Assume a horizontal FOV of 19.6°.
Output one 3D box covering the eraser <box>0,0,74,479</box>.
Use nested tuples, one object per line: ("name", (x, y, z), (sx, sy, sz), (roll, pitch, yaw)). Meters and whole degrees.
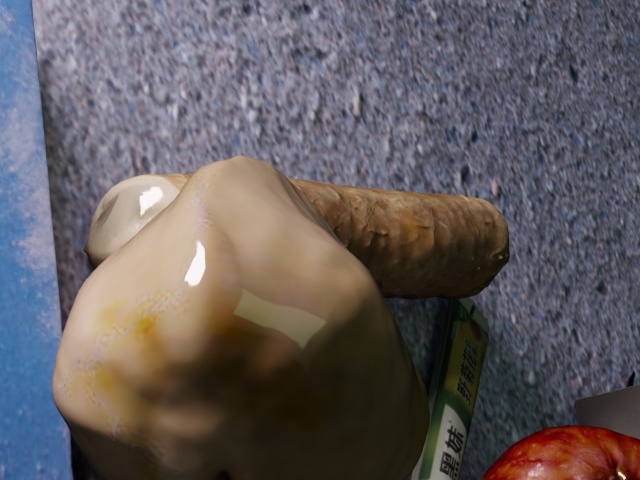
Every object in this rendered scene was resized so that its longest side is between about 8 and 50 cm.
("eraser", (-0.191, -0.007, 0.901), (0.144, 0.042, 0.312), (13, 65, -53))

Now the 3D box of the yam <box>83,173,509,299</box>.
("yam", (0.000, 0.000, 1.136), (0.356, 0.081, 0.081), (2, 74, -54))

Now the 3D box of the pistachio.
("pistachio", (-0.037, 0.062, 0.943), (0.288, 0.166, 0.197), (44, 41, -76))

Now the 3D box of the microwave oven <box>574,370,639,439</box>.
("microwave oven", (0.423, 0.269, 1.470), (0.432, 0.236, 0.374), (18, 59, -50))

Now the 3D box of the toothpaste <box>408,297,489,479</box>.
("toothpaste", (0.085, 0.115, 1.245), (0.049, 0.031, 0.204), (50, 37, -29))

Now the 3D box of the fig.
("fig", (0.167, 0.223, 1.230), (0.175, 0.207, 0.175), (11, 52, -14))
